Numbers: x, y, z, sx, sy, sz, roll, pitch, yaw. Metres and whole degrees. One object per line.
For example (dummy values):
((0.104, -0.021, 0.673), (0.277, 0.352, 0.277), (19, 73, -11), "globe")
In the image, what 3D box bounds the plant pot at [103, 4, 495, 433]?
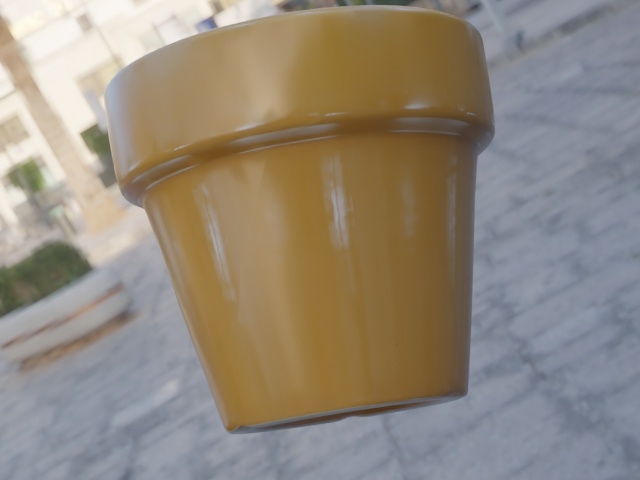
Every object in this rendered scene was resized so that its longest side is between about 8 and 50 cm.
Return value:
((0.000, 0.000, 0.767), (0.205, 0.188, 0.205), (-9, -10, -2), "plant pot")
